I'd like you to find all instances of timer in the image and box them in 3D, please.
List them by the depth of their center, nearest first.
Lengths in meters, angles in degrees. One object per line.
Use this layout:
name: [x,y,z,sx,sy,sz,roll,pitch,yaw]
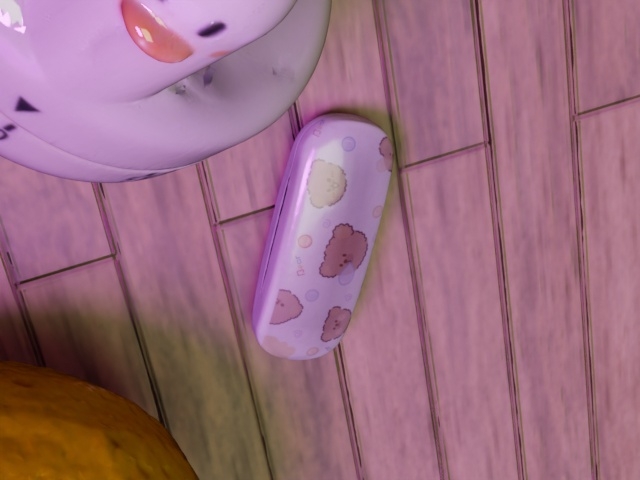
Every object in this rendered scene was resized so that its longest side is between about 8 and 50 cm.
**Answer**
timer: [-0.083,-0.143,0.520,0.240,0.233,0.233,-18,134,41]

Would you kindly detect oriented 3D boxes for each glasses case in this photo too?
glasses case: [0.000,0.000,0.744,0.063,0.041,0.164,6,113,-24]

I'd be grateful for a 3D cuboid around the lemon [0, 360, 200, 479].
lemon: [-0.194,0.184,0.643,0.320,0.245,0.245,12,110,-37]
